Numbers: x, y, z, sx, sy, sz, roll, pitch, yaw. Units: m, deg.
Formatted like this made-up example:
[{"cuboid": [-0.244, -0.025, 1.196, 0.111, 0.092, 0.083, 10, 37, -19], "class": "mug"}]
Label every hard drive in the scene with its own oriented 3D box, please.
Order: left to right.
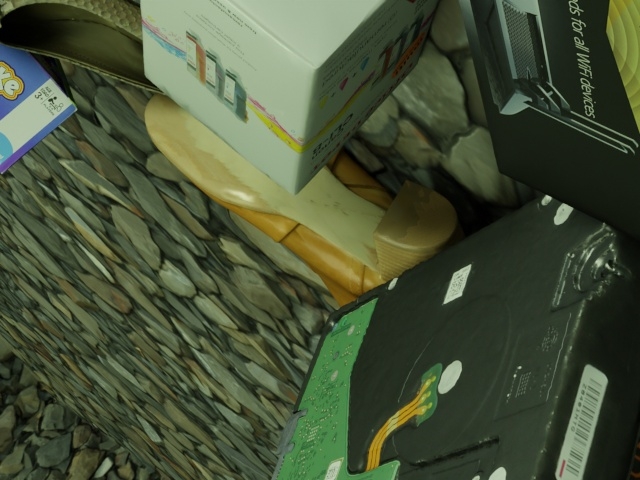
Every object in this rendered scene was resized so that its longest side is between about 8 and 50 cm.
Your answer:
[{"cuboid": [0.073, 0.109, 0.869, 0.064, 0.237, 0.339, 32, 148, -17], "class": "hard drive"}]

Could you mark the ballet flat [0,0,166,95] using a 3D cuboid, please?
[{"cuboid": [-0.156, -0.141, 1.006, 0.250, 0.058, 0.084, 16, 155, -24], "class": "ballet flat"}]

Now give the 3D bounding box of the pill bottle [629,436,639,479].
[{"cuboid": [0.186, 0.156, 0.848, 0.130, 0.245, 0.130, 37, 161, 15], "class": "pill bottle"}]

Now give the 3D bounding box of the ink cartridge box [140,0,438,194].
[{"cuboid": [-0.016, -0.135, 0.807, 0.127, 0.128, 0.176, 40, 162, 8], "class": "ink cartridge box"}]

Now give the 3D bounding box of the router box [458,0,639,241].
[{"cuboid": [0.168, -0.101, 0.583, 0.243, 0.081, 0.309, 30, 158, 33], "class": "router box"}]

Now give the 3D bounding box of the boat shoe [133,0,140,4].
[{"cuboid": [-0.207, -0.242, 1.021, 0.301, 0.108, 0.102, 57, -168, -68], "class": "boat shoe"}]

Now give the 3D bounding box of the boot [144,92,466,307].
[{"cuboid": [0.001, 0.000, 1.106, 0.295, 0.104, 0.211, 28, 157, 26], "class": "boot"}]

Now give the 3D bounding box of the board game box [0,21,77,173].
[{"cuboid": [-0.316, -0.202, 1.174, 0.233, 0.078, 0.347, 50, 180, -21], "class": "board game box"}]
